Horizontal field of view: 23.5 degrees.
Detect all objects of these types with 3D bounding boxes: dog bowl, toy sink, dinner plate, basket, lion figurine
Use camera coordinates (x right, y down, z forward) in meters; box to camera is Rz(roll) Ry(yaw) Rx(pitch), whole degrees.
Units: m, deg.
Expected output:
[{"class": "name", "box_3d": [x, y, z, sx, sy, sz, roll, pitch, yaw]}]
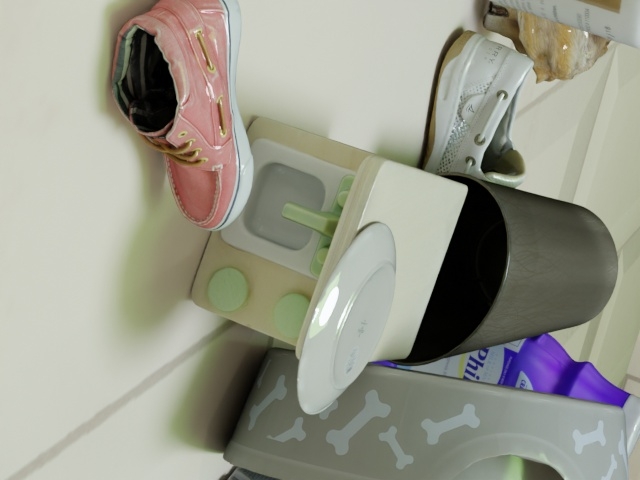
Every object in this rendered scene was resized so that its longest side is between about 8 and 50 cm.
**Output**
[{"class": "dog bowl", "box_3d": [0.097, 0.163, 1.299, 0.349, 0.348, 0.102, 19, 81, -70]}, {"class": "toy sink", "box_3d": [0.000, 0.000, 1.159, 0.234, 0.131, 0.153, 5, 104, -70]}, {"class": "dinner plate", "box_3d": [0.024, 0.056, 1.060, 0.141, 0.017, 0.141, -51, 155, -37]}, {"class": "basket", "box_3d": [0.173, 0.025, 1.477, 0.227, 0.154, 0.204, -2, 141, -47]}, {"class": "lion figurine", "box_3d": [0.299, -0.352, 1.543, 0.392, 0.142, 0.240, -49, 139, -27]}]

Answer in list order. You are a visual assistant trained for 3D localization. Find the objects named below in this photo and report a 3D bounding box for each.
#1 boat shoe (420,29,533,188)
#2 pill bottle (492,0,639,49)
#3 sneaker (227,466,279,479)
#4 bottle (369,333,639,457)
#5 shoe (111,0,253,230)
[{"class": "boat shoe", "box_3d": [0.157, -0.072, 1.543, 0.098, 0.096, 0.277, -50, 153, -45]}, {"class": "pill bottle", "box_3d": [0.174, -0.245, 1.214, 0.131, 0.229, 0.131, -52, 155, -38]}, {"class": "sneaker", "box_3d": [-0.082, 0.292, 1.280, 0.281, 0.105, 0.115, -33, 140, -59]}, {"class": "bottle", "box_3d": [0.193, 0.142, 1.580, 0.092, 0.283, 0.118, -34, 142, -57]}, {"class": "shoe", "box_3d": [-0.089, -0.072, 0.963, 0.081, 0.063, 0.178, -43, 143, -47]}]
